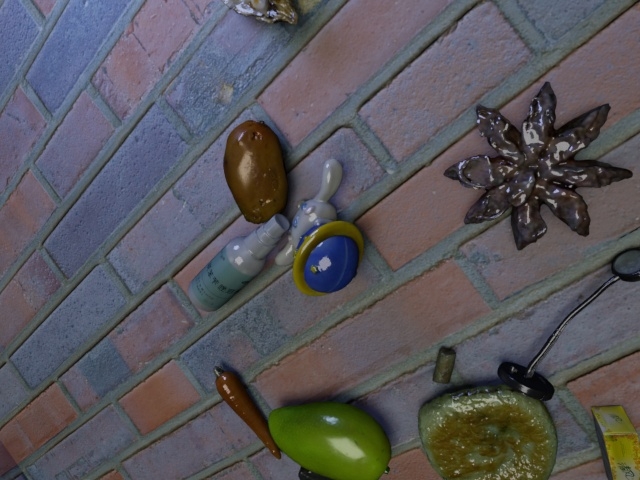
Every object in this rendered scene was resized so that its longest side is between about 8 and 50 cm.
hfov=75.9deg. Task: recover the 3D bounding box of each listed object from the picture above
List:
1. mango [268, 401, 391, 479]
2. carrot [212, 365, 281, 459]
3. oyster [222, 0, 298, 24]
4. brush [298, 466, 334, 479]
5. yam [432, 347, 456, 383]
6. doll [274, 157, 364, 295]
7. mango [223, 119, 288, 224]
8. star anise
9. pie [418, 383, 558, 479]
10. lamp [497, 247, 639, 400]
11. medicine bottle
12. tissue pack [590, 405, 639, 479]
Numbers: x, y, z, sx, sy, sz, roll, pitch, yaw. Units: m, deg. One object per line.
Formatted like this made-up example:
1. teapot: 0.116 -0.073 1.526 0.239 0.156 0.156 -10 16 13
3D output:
1. mango: 0.014 0.509 1.065 0.343 0.156 0.192 5 102 22
2. carrot: -0.209 0.501 1.200 0.069 0.069 0.336 -36 92 24
3. oyster: -0.163 -0.589 0.881 0.341 0.110 0.166 35 145 11
4. brush: 0.042 0.673 1.146 0.197 0.059 0.123 -22 96 24
5. yam: 0.293 0.301 0.971 0.043 0.043 0.094 13 106 17
6. doll: 0.022 -0.019 0.936 0.159 0.242 0.311 13 110 -19
7. mango: -0.157 -0.160 0.985 0.156 0.151 0.249 15 118 49
8. star anise: 0.407 -0.132 0.785 0.331 0.117 0.332 8 110 22
9. pie: 0.392 0.472 0.966 0.323 0.070 0.323 6 108 17
10. lamp: 0.534 0.180 0.847 0.108 0.130 0.371 34 100 -14
11. medicine bottle: -0.203 0.054 1.039 0.352 0.110 0.110 -40 87 31
12. tissue pack: 0.627 0.450 0.855 0.062 0.095 0.176 -15 97 22
